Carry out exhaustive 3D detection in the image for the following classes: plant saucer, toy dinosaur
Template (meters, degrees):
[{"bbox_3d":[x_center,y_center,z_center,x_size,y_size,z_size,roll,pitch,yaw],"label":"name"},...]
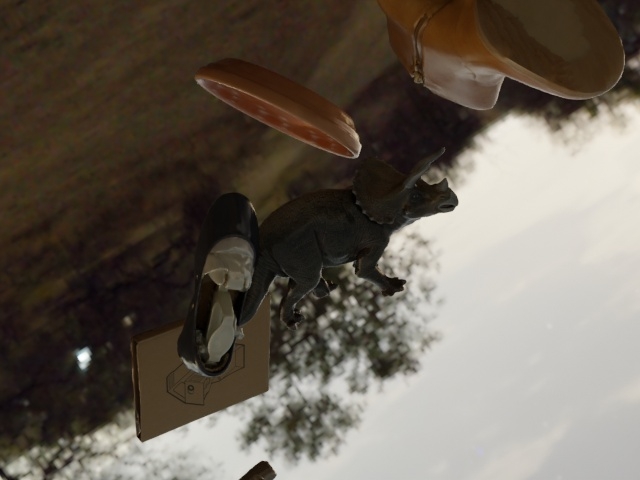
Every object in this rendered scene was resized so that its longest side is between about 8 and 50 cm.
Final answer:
[{"bbox_3d":[-0.042,-0.149,1.264,0.037,0.200,0.200,-64,-176,-1],"label":"plant saucer"},{"bbox_3d":[0.000,0.000,1.283,0.313,0.160,0.121,-19,-150,0],"label":"toy dinosaur"}]

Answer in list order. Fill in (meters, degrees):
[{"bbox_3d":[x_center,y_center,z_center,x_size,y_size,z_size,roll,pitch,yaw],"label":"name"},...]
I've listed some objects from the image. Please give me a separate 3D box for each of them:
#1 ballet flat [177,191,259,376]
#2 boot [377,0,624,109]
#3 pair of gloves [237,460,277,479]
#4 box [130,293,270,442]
[{"bbox_3d":[-0.100,0.053,1.198,0.074,0.074,0.203,-41,149,-69],"label":"ballet flat"},{"bbox_3d":[0.167,-0.183,1.100,0.104,0.295,0.211,-42,153,-11],"label":"boot"},{"bbox_3d":[-0.130,0.329,1.286,0.204,0.042,0.240,-44,-177,-3],"label":"pair of gloves"},{"bbox_3d":[-0.155,0.166,1.520,0.201,0.164,0.021,-19,-143,-32],"label":"box"}]
